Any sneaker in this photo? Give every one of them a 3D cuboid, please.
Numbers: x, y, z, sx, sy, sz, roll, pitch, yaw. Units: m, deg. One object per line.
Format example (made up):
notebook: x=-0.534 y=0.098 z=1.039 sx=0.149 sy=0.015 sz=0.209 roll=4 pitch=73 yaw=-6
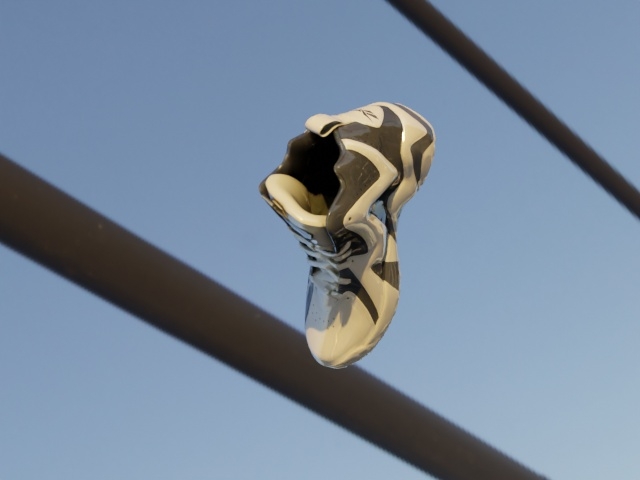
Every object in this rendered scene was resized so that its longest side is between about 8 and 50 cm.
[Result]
sneaker: x=0.000 y=0.000 z=0.814 sx=0.153 sy=0.094 sz=0.234 roll=-2 pitch=-60 yaw=-48
